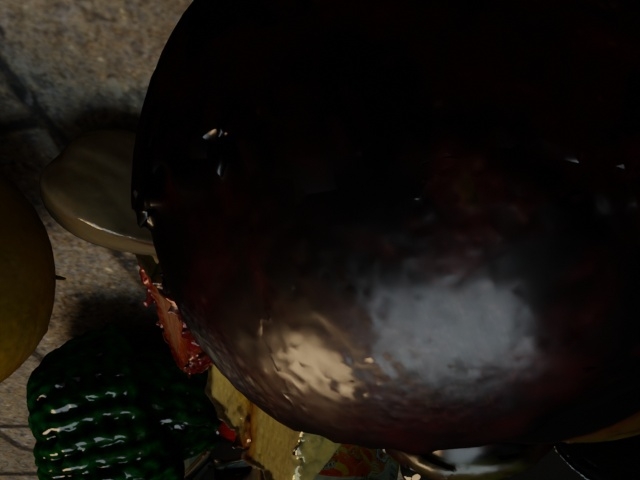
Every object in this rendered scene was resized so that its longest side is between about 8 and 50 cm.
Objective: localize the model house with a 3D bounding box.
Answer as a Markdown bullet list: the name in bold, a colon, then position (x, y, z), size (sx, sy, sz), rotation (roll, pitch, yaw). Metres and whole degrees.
- **model house**: position (-0.164, 0.358, 1.383), size (0.206, 0.271, 0.178), rotation (-8, 157, 7)

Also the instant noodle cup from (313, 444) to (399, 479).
- **instant noodle cup**: position (0.032, 0.304, 1.384), size (0.205, 0.153, 0.205), rotation (3, 149, 2)

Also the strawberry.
- **strawberry**: position (-0.149, 0.044, 1.028), size (0.087, 0.167, 0.208), rotation (-30, 159, -16)

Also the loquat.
- **loquat**: position (-0.375, 0.042, 0.911), size (0.275, 0.275, 0.275), rotation (4, 149, 3)

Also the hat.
- **hat**: position (-0.193, 0.208, 1.241), size (0.332, 0.242, 0.274), rotation (-14, -173, -8)

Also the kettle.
- **kettle**: position (0.273, 0.216, 1.207), size (0.203, 0.262, 0.308), rotation (48, 145, 1)

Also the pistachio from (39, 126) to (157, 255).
- **pistachio**: position (-0.167, -0.038, 0.891), size (0.185, 0.126, 0.108), rotation (15, 118, -31)

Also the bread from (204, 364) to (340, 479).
- **bread**: position (-0.068, 0.141, 1.016), size (0.135, 0.178, 0.240), rotation (33, 180, -38)

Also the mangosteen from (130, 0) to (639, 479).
- **mangosteen**: position (0.081, -0.038, 0.630), size (0.381, 0.381, 0.421), rotation (-5, 160, 17)
